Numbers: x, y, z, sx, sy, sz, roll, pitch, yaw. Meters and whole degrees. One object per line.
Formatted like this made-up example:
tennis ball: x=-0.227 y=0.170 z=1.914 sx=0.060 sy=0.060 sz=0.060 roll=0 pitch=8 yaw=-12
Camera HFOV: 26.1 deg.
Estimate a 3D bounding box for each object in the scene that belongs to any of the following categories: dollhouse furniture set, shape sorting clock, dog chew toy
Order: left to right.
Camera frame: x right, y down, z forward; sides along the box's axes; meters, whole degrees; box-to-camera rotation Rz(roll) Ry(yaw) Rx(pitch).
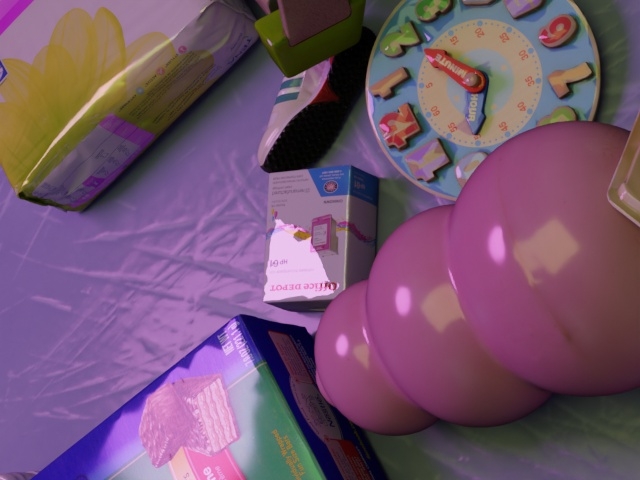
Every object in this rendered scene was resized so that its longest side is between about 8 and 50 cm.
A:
dollhouse furniture set: x=-0.038 y=-0.324 z=1.230 sx=0.197 sy=0.151 sz=0.301 roll=-29 pitch=60 yaw=-11
shape sorting clock: x=0.135 y=-0.134 z=1.171 sx=0.206 sy=0.040 sz=0.206 roll=0 pitch=89 yaw=25
dog chew toy: x=0.132 y=0.049 z=1.062 sx=0.332 sy=0.206 sz=0.206 roll=-31 pitch=64 yaw=31

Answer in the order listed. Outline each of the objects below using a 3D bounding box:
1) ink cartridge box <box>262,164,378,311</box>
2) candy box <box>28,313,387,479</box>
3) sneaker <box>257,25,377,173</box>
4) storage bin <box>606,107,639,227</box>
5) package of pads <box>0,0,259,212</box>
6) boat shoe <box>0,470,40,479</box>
ink cartridge box: x=0.000 y=0.000 z=1.232 sx=0.088 sy=0.052 sz=0.122 roll=-5 pitch=77 yaw=30
candy box: x=-0.101 y=0.262 z=1.189 sx=0.317 sy=0.122 sz=0.268 roll=-39 pitch=62 yaw=19
sneaker: x=-0.013 y=-0.137 z=1.279 sx=0.161 sy=0.057 sz=0.075 roll=-58 pitch=41 yaw=9
storage bin: x=0.315 y=-0.150 z=0.888 sx=0.123 sy=0.260 sz=0.262 roll=28 pitch=138 yaw=4
package of pads: x=-0.223 y=-0.196 z=1.385 sx=0.296 sy=0.101 sz=0.229 roll=-43 pitch=60 yaw=17
boat shoe: x=-0.310 y=0.348 z=1.317 sx=0.095 sy=0.084 sz=0.258 roll=-2 pitch=77 yaw=31
